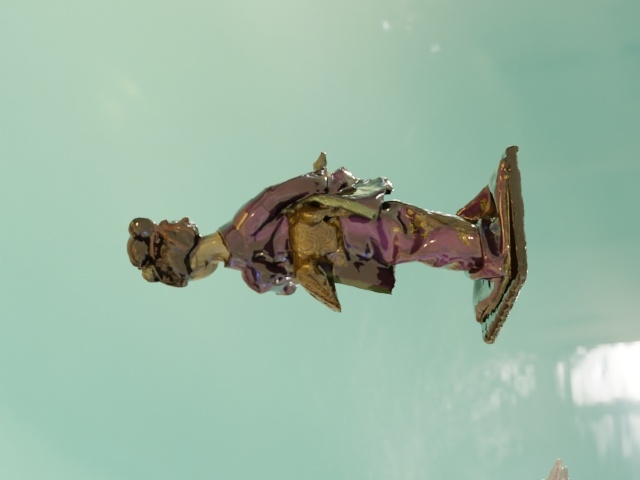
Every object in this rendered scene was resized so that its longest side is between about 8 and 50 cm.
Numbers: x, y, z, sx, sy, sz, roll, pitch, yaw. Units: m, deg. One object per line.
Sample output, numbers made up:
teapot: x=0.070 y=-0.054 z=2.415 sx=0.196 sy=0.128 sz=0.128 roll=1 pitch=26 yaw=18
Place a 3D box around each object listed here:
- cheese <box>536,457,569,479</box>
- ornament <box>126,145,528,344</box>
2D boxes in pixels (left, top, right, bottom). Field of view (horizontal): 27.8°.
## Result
cheese: x=0.168 y=0.271 z=1.028 sx=0.135 sy=0.052 sz=0.244 roll=-51 pitch=150 yaw=-43
ornament: x=0.002 y=0.004 z=0.680 sx=0.081 sy=0.203 sz=0.088 roll=88 pitch=-1 yaw=-59
